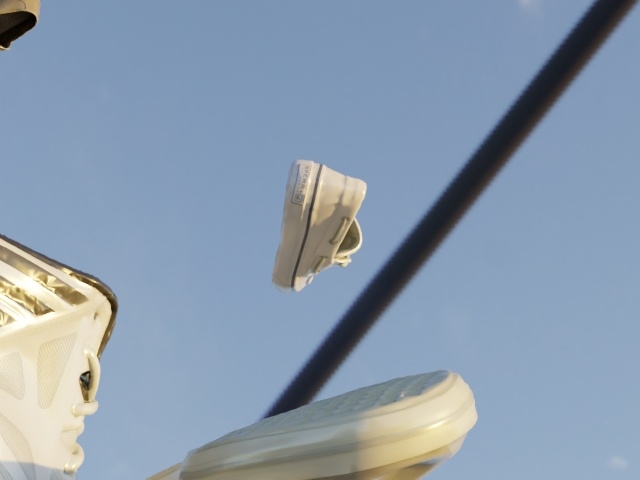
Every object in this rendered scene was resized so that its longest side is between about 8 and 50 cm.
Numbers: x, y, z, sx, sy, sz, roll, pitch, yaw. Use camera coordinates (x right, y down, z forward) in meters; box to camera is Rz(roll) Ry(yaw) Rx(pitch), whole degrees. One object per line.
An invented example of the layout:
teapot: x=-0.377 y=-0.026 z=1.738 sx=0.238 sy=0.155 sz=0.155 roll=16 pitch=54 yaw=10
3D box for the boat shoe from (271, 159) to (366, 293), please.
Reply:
boat shoe: x=0.000 y=0.000 z=1.312 sx=0.076 sy=0.083 sz=0.226 roll=13 pitch=-19 yaw=1

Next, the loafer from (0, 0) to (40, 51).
loafer: x=-0.365 y=-0.223 z=1.517 sx=0.148 sy=0.050 sz=0.056 roll=-37 pitch=-47 yaw=1

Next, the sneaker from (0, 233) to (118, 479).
sneaker: x=-0.193 y=0.178 z=1.030 sx=0.169 sy=0.257 sz=0.447 roll=-3 pitch=-57 yaw=43

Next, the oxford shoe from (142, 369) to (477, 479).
oxford shoe: x=-0.022 y=0.181 z=0.900 sx=0.169 sy=0.130 sz=0.449 roll=-10 pitch=-16 yaw=-27
